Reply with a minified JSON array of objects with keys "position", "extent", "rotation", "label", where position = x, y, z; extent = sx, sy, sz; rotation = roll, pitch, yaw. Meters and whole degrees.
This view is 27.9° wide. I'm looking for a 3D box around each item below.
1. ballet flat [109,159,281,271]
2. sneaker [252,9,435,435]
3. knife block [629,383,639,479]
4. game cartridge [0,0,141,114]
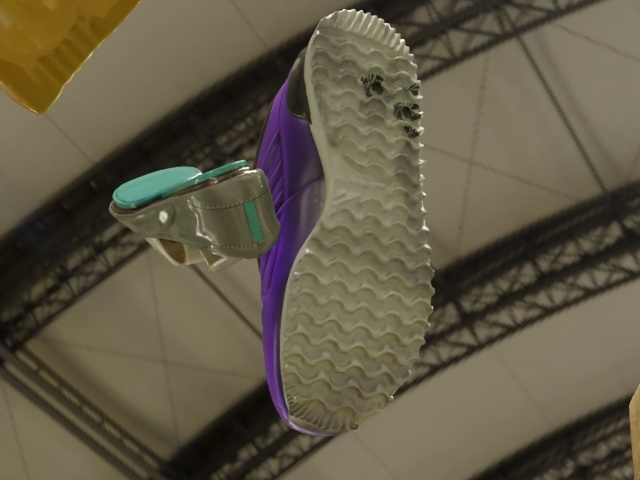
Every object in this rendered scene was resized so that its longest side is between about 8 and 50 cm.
[{"position":[-0.087,-0.012,0.850],"extent":[0.072,0.213,0.068],"rotation":[-24,-80,-21],"label":"ballet flat"},{"position":[0.001,0.000,0.895],"extent":[0.102,0.146,0.293],"rotation":[16,-115,-23],"label":"sneaker"},{"position":[0.396,0.208,1.457],"extent":[0.088,0.242,0.276],"rotation":[-4,-59,9],"label":"knife block"},{"position":[-0.171,-0.285,0.816],"extent":[0.324,0.052,0.285],"rotation":[-54,-45,-11],"label":"game cartridge"}]
